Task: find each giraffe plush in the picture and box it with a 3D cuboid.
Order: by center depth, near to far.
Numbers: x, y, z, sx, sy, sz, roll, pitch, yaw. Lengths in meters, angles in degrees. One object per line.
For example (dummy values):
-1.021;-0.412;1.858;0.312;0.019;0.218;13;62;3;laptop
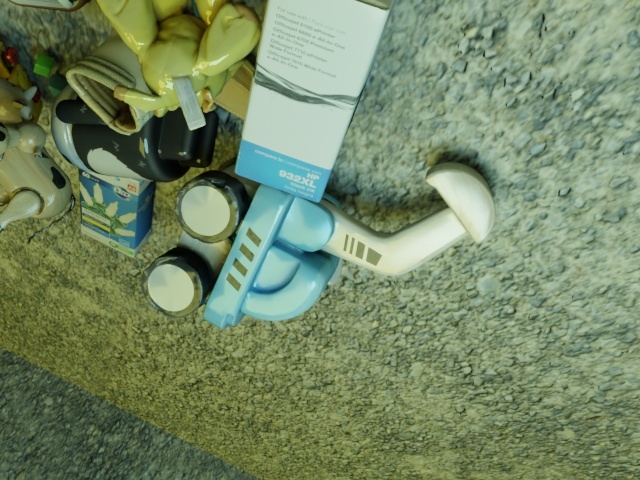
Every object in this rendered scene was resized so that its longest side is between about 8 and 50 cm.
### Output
-0.159;-0.227;0.789;0.181;0.210;0.170;-2;-179;-4;giraffe plush

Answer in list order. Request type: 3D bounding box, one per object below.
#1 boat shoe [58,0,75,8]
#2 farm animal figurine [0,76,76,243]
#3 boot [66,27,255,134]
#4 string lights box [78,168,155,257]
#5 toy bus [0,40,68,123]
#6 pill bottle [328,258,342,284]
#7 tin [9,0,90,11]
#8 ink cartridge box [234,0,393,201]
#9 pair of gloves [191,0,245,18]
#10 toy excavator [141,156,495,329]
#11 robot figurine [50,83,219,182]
-0.396;-0.483;0.844;0.340;0.113;0.127;61;175;-26;boat shoe
-0.486;-0.153;0.983;0.330;0.172;0.327;43;161;50;farm animal figurine
-0.206;-0.215;0.935;0.262;0.203;0.095;36;141;-16;boot
-0.417;-0.088;1.326;0.133;0.077;0.260;26;141;1;string lights box
-0.574;-0.266;1.135;0.202;0.104;0.191;26;145;-36;toy bus
-0.071;0.039;1.253;0.215;0.117;0.117;2;136;26;pill bottle
-0.439;-0.413;1.003;0.189;0.040;0.106;11;144;17;tin
0.004;-0.237;0.810;0.129;0.223;0.307;21;141;-1;ink cartridge box
-0.207;-0.348;0.962;0.198;0.023;0.159;21;141;4;pair of gloves
0.000;0.000;1.062;0.445;0.222;0.433;28;109;2;toy excavator
-0.314;-0.185;1.082;0.278;0.173;0.209;9;139;19;robot figurine
